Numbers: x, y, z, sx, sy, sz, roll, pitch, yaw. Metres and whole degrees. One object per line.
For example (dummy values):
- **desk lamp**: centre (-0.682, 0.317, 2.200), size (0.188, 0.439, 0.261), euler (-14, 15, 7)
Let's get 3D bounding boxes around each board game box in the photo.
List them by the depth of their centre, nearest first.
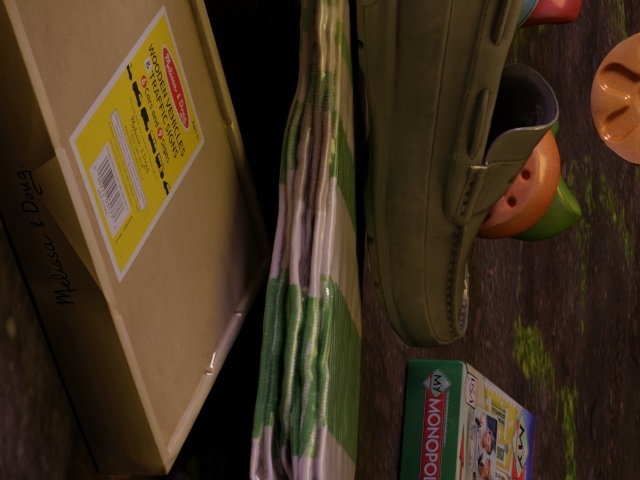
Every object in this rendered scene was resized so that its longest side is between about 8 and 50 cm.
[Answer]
- **board game box**: centre (0.103, 0.264, 1.271), size (0.213, 0.046, 0.317), euler (37, 55, -63)

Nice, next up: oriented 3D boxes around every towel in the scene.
- **towel**: centre (0.000, 0.000, 0.959), size (0.248, 0.038, 0.325), euler (65, 27, -76)

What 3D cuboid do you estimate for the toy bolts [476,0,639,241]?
- **toy bolts**: centre (0.157, -0.130, 1.243), size (0.158, 0.218, 0.228), euler (4, 68, -63)

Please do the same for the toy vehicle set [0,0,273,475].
- **toy vehicle set**: centre (-0.090, -0.048, 0.780), size (0.166, 0.035, 0.267), euler (-64, 147, -50)

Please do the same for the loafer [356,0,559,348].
- **loafer**: centre (0.080, -0.063, 0.998), size (0.112, 0.111, 0.319), euler (-83, 172, -48)
